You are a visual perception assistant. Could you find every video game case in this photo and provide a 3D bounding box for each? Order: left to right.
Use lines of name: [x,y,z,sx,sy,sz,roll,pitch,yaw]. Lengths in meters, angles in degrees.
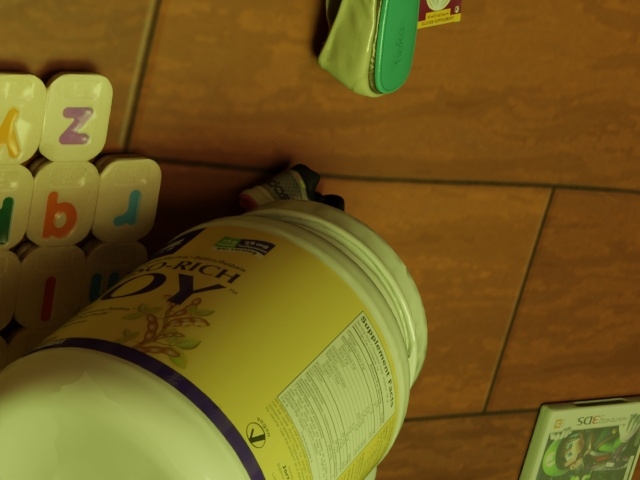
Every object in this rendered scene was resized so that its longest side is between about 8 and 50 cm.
video game case: [0.283,0.264,1.789,0.173,0.022,0.190,0,112,-39]

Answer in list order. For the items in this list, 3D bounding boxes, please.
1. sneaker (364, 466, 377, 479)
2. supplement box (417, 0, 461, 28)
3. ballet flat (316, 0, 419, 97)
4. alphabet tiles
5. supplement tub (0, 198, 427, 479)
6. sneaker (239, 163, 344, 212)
sneaker: [-0.001,0.333,1.521,0.210,0.137,0.365,10,110,-42]
supplement box: [0.088,-0.225,1.360,0.055,0.043,0.083,-16,121,-31]
ballet flat: [0.049,-0.235,1.292,0.086,0.086,0.248,-7,125,-37]
alphabet tiles: [-0.253,0.004,1.218,0.284,0.021,0.278,-4,114,-38]
supplement tub: [-0.079,0.125,1.210,0.331,0.241,0.241,-42,139,-52]
sneaker: [0.000,0.000,1.391,0.075,0.063,0.170,-40,127,-8]
